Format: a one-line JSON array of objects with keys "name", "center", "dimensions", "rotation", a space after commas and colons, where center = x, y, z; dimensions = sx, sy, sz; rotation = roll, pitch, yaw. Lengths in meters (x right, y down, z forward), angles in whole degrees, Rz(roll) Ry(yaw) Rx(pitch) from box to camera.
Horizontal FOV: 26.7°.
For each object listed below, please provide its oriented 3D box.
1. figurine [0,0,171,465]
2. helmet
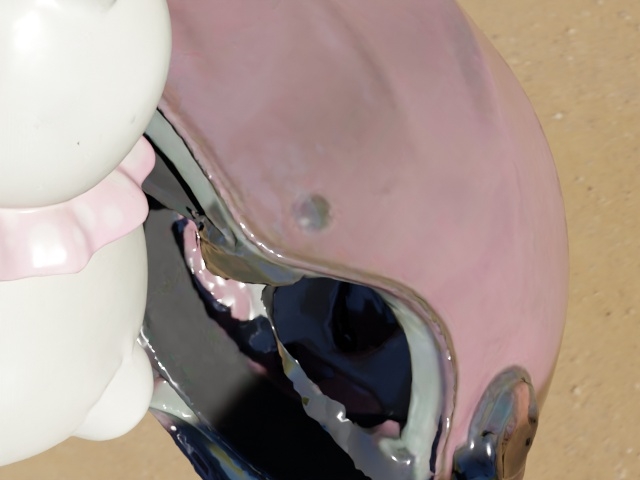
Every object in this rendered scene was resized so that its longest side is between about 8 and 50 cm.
[{"name": "figurine", "center": [-0.112, -0.047, 0.406], "dimensions": [0.155, 0.127, 0.236], "rotation": [27, 130, 16]}, {"name": "helmet", "center": [0.000, 0.000, 0.631], "dimensions": [0.271, 0.197, 0.338], "rotation": [10, 140, 46]}]
